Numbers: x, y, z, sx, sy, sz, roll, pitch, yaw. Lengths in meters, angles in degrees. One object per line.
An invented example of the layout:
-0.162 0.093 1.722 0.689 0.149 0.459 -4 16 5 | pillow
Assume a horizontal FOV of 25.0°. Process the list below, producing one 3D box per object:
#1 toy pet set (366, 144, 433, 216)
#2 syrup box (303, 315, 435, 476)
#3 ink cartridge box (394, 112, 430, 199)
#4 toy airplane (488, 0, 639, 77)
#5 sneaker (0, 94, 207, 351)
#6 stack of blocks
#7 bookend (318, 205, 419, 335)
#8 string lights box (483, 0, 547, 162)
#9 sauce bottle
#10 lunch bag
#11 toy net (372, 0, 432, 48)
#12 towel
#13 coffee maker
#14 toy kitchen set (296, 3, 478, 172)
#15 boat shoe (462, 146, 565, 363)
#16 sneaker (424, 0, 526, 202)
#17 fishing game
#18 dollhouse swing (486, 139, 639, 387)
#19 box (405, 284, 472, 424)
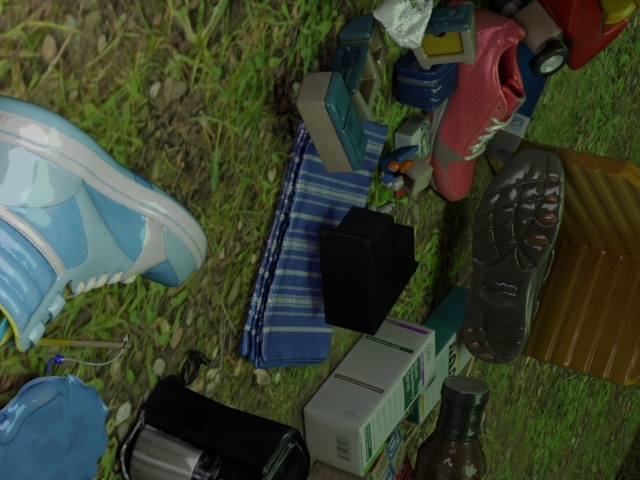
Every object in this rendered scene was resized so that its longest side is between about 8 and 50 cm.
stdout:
0.094 -0.088 1.954 0.114 0.065 0.122 -35 154 -32 | toy pet set
0.075 0.216 2.060 0.237 0.096 0.093 -46 144 -43 | syrup box
0.131 -0.116 2.046 0.063 0.029 0.115 -47 144 -44 | ink cartridge box
0.403 -0.417 1.965 0.272 0.384 0.386 -20 105 -16 | toy airplane
-0.231 0.025 1.276 0.319 0.127 0.208 39 67 -53 | sneaker
0.067 0.403 2.171 0.171 0.087 0.297 -60 152 -27 | stack of blocks
0.065 0.011 1.870 0.156 0.072 0.157 -54 150 -44 | bookend
0.314 -0.264 2.232 0.133 0.077 0.259 100 13 -75 | string lights box
0.188 0.374 2.166 0.111 0.111 0.344 -22 125 -59 | sauce bottle
0.147 -0.229 1.963 0.098 0.067 0.065 -46 144 -46 | lunch bag
0.092 -0.339 1.665 0.122 0.045 0.232 -17 104 -21 | toy net
0.000 0.000 1.837 0.243 0.040 0.336 9 97 -66 | towel
-0.106 0.221 1.588 0.171 0.178 0.120 -69 156 -8 | coffee maker
0.086 -0.199 1.701 0.122 0.166 0.207 63 33 -47 | toy kitchen set
0.304 0.015 2.280 0.130 0.132 0.355 -39 145 -69 | boat shoe
0.223 -0.185 2.067 0.116 0.136 0.313 -40 139 -49 | sneaker
-0.280 0.210 1.389 0.189 0.041 0.264 2 109 -57 | fishing game
0.408 0.039 2.362 0.305 0.347 0.315 26 82 -56 | dollhouse swing
0.188 0.180 2.314 0.244 0.060 0.100 -45 143 -46 | box
